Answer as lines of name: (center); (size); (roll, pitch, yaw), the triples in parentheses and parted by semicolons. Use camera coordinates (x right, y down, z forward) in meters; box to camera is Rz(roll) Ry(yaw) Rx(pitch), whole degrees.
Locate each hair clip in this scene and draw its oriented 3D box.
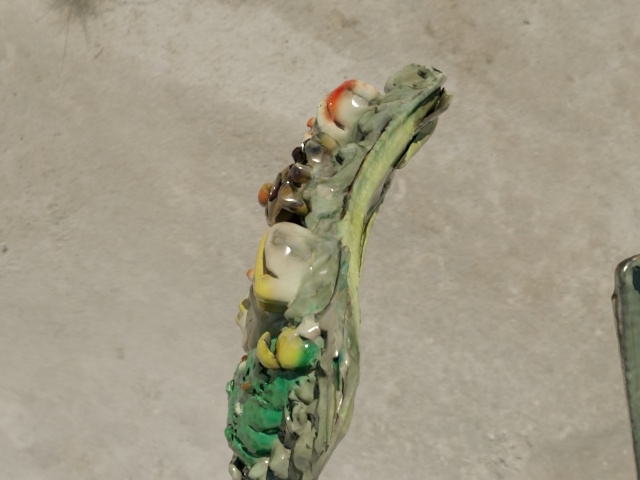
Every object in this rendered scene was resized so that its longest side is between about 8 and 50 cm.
hair clip: (-0.002, 0.000, 0.513); (0.091, 0.138, 0.321); (25, 42, -3)

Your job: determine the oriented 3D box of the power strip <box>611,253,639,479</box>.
power strip: (0.287, 0.088, 0.488); (0.213, 0.064, 0.198); (-12, 110, 8)
